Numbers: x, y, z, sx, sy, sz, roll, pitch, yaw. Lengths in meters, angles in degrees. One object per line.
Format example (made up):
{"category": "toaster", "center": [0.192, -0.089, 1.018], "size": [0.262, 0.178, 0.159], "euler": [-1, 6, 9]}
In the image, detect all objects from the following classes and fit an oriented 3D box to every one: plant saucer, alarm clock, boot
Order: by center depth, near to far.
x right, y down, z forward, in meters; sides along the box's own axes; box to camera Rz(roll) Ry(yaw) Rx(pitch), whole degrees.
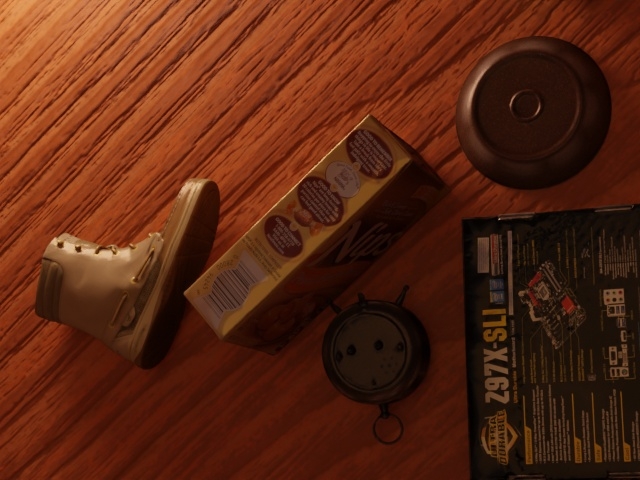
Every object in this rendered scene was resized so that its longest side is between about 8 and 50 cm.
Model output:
{"category": "alarm clock", "center": [0.071, 0.158, 1.813], "size": [0.129, 0.064, 0.192], "euler": [-12, 85, 15]}
{"category": "plant saucer", "center": [0.259, -0.163, 1.819], "size": [0.198, 0.036, 0.199], "euler": [-4, 78, 20]}
{"category": "boot", "center": [-0.259, 0.015, 1.948], "size": [0.203, 0.095, 0.262], "euler": [22, 92, 24]}

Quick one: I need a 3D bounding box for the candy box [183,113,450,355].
{"category": "candy box", "center": [0.000, 0.000, 1.804], "size": [0.316, 0.183, 0.087], "euler": [-43, 70, 8]}

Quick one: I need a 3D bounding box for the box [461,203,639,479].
{"category": "box", "center": [0.302, 0.123, 1.728], "size": [0.257, 0.079, 0.322], "euler": [-6, 78, 21]}
